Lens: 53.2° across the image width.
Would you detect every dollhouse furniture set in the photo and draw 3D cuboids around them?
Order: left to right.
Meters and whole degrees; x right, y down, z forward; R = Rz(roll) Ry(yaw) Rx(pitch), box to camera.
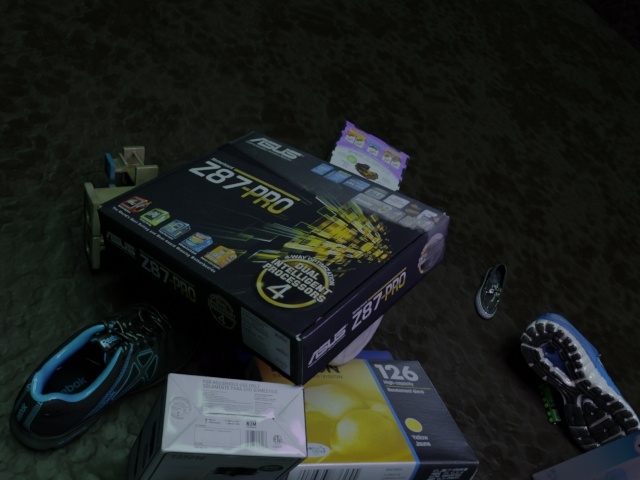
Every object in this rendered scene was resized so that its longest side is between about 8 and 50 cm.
[{"bbox_3d":[-0.339,-0.059,1.077,0.129,0.129,0.183,-7,37,-31],"label":"dollhouse furniture set"}]

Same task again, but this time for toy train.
[{"bbox_3d":[0.453,0.320,1.260,0.017,0.023,0.083,7,55,-23],"label":"toy train"}]

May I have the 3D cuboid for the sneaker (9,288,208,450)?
[{"bbox_3d":[-0.277,0.160,0.921,0.125,0.139,0.341,41,48,7],"label":"sneaker"}]

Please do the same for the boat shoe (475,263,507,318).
[{"bbox_3d":[0.366,0.103,1.358,0.049,0.040,0.142,31,49,-5],"label":"boat shoe"}]

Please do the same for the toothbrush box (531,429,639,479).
[{"bbox_3d":[0.520,0.435,1.033,0.126,0.295,0.216,-3,60,-28],"label":"toothbrush box"}]

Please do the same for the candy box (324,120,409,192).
[{"bbox_3d":[0.087,-0.141,1.370,0.165,0.070,0.196,29,48,-6],"label":"candy box"}]

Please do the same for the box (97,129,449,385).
[{"bbox_3d":[-0.068,-0.006,0.913,0.395,0.097,0.318,28,44,32],"label":"box"}]

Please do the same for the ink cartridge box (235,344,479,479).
[{"bbox_3d":[0.045,0.246,0.992,0.304,0.072,0.307,6,31,-24],"label":"ink cartridge box"}]

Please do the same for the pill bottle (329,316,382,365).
[{"bbox_3d":[-0.052,0.061,1.045,0.302,0.169,0.169,29,44,26],"label":"pill bottle"}]

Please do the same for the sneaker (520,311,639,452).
[{"bbox_3d":[0.526,0.278,1.251,0.330,0.130,0.147,59,34,0],"label":"sneaker"}]

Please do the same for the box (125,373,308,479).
[{"bbox_3d":[-0.145,0.272,0.810,0.169,0.290,0.087,9,52,-19],"label":"box"}]
